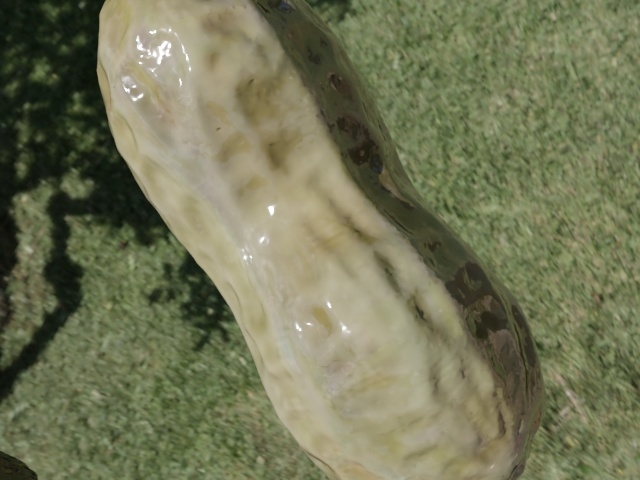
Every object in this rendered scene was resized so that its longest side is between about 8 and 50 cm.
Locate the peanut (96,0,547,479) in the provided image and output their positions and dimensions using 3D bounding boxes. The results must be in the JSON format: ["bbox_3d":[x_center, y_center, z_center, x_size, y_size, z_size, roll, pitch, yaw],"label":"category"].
[{"bbox_3d":[0.000,0.000,0.500,0.120,0.136,0.298,-34,95,-8],"label":"peanut"}]

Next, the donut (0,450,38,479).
[{"bbox_3d":[-0.444,0.326,1.299,0.235,0.235,0.089,10,110,27],"label":"donut"}]
